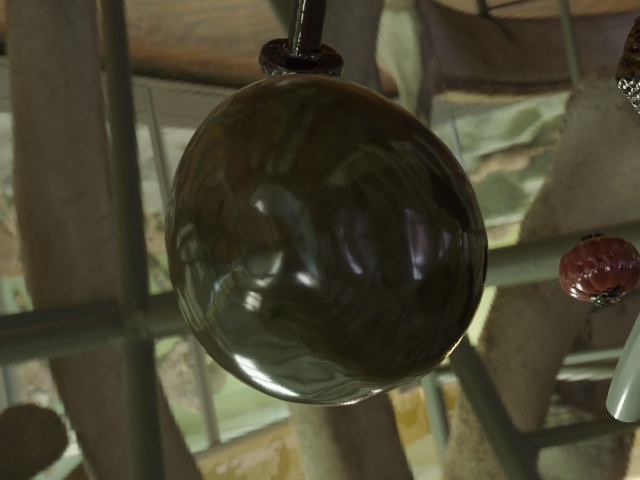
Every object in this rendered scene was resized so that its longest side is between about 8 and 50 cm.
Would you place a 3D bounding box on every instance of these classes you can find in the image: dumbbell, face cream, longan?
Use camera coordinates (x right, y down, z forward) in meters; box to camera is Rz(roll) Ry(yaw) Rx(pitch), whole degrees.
[{"bbox_3d":[-0.018,-0.357,1.571,0.140,0.225,0.124,-2,-144,-18],"label":"dumbbell"},{"bbox_3d":[0.337,0.110,1.027,0.051,0.182,0.072,34,-135,28],"label":"face cream"},{"bbox_3d":[0.000,0.000,0.957,0.318,0.319,0.319,-11,176,-1],"label":"longan"}]

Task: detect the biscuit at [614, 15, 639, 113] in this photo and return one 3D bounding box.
[{"bbox_3d":[0.377,-0.125,0.959,0.106,0.070,0.252,13,169,41],"label":"biscuit"}]

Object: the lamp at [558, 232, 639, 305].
[{"bbox_3d":[0.365,0.037,1.320,0.107,0.092,0.107,-8,155,-4],"label":"lamp"}]
